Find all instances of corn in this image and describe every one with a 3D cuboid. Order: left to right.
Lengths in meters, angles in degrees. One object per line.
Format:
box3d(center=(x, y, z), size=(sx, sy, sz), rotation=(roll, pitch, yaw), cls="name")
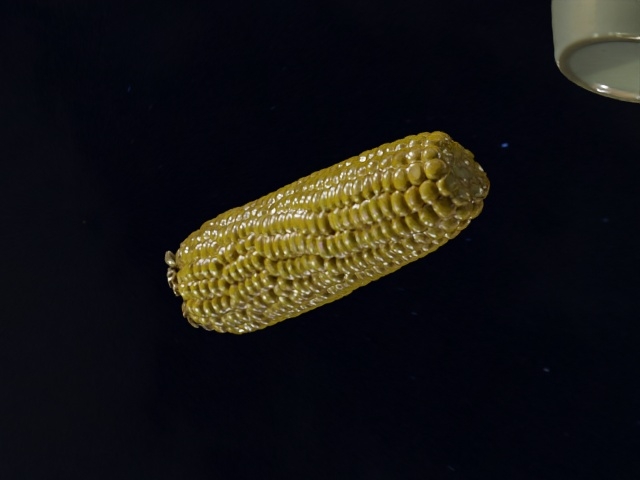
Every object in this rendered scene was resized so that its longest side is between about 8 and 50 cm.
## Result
box3d(center=(0.000, 0.000, 0.892), size=(0.106, 0.305, 0.106), rotation=(22, -122, -41), cls="corn")

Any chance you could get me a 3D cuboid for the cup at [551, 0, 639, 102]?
box3d(center=(0.291, -0.251, 0.902), size=(0.186, 0.258, 0.234), rotation=(17, -105, -12), cls="cup")
